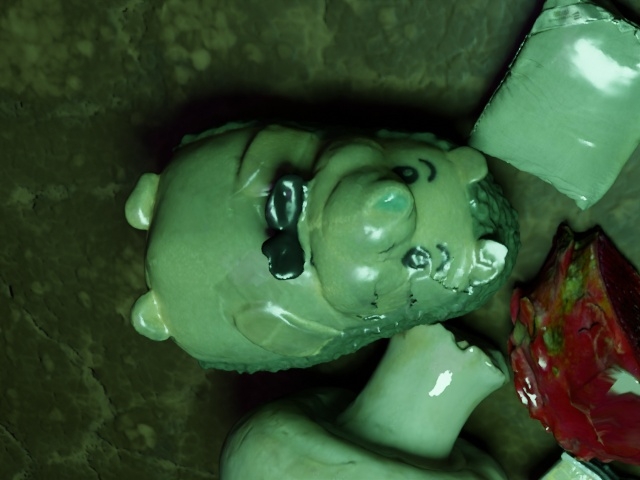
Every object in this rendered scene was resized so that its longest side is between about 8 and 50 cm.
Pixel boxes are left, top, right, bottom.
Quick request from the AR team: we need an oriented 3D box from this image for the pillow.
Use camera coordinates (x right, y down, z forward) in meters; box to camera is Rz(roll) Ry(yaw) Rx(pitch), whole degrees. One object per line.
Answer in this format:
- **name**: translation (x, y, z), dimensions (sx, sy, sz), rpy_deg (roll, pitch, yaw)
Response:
- **pillow**: translation (0.214, -0.118, 1.047), dimensions (0.134, 0.078, 0.181), rpy_deg (33, 126, 5)

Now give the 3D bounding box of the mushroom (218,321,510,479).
- **mushroom**: translation (0.055, 0.204, 1.187), dimensions (0.297, 0.297, 0.290), rpy_deg (21, 95, 12)

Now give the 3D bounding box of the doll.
- **doll**: translation (0.000, 0.000, 1.110), dimensions (0.349, 0.247, 0.247), rpy_deg (-3, 115, 16)

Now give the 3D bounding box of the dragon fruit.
- **dragon fruit**: translation (0.261, 0.120, 1.124), dimensions (0.163, 0.189, 0.262), rpy_deg (-34, 96, 2)

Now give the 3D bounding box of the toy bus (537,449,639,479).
- **toy bus**: translation (0.312, 0.315, 1.182), dimensions (0.268, 0.092, 0.106), rpy_deg (46, 104, 14)
